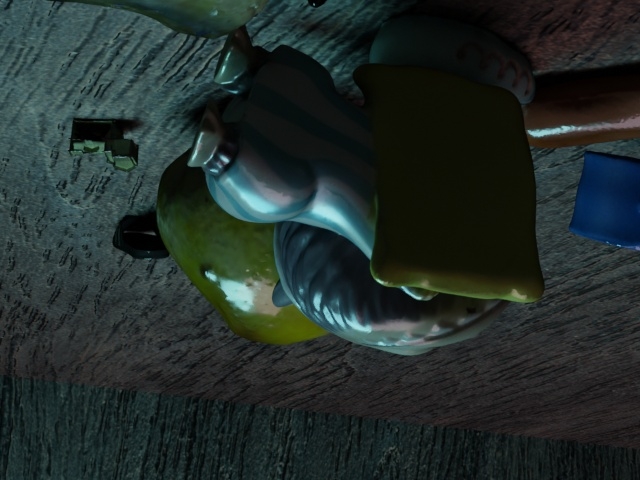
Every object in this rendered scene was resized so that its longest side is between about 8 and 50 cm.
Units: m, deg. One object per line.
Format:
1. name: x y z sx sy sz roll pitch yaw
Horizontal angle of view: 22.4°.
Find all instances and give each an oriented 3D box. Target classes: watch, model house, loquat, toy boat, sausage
1. watch: 0.388 -0.043 1.803 0.196 0.171 0.200 18 179 -39
2. model house: -0.261 -0.114 1.970 0.083 0.057 0.058 1 159 4
3. loquat: -0.050 -0.021 1.916 0.276 0.276 0.284 -10 134 40
4. toy boat: 0.132 -0.165 1.666 0.134 0.079 0.207 -5 164 37
5. sausage: 0.293 -0.139 1.729 0.194 0.077 0.077 -6 161 27

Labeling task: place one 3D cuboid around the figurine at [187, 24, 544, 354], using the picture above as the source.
1. figurine: 0.000 0.000 1.612 0.361 0.266 0.378 24 143 -13

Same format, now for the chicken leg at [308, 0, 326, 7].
1. chicken leg: 0.037 -0.243 1.500 0.145 0.037 0.062 -9 173 34

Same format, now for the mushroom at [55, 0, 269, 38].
1. mushroom: -0.183 -0.246 1.359 0.344 0.130 0.247 13 157 -28

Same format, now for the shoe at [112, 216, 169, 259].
1. shoe: -0.257 -0.010 2.342 0.071 0.049 0.179 -3 -171 -17
